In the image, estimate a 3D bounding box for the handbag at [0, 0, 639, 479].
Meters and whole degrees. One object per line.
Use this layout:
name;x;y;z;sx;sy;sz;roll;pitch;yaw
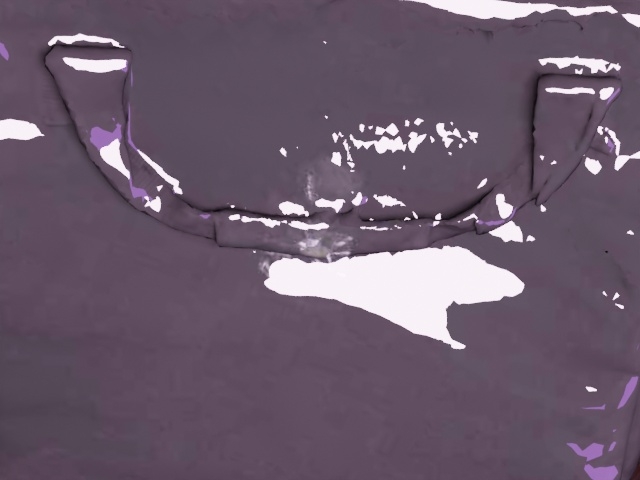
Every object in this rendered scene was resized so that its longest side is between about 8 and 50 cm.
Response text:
handbag;0.000;0.000;0.481;0.088;0.275;0.244;-84;178;-60
